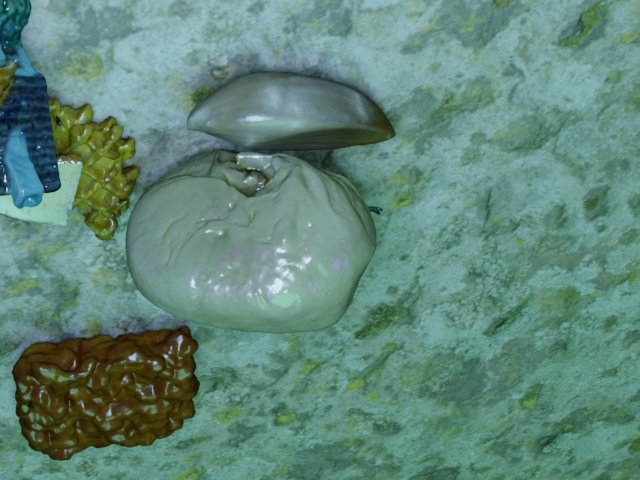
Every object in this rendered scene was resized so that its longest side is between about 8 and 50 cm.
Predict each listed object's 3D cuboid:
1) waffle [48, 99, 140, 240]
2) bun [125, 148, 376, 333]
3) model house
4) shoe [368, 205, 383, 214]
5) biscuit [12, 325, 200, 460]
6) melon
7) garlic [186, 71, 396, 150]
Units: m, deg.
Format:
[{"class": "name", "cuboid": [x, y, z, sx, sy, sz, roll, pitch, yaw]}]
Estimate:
[{"class": "waffle", "cuboid": [-0.393, -0.089, 1.625, 0.293, 0.069, 0.260, -3, 140, -17]}, {"class": "bun", "cuboid": [-0.083, -0.018, 1.615, 0.361, 0.361, 0.213, -1, 113, -17]}, {"class": "model house", "cuboid": [-0.436, -0.145, 1.342, 0.261, 0.241, 0.226, -11, 154, -40]}, {"class": "shoe", "cuboid": [0.000, 0.000, 1.841, 0.207, 0.091, 0.106, -40, 130, 22]}, {"class": "biscuit", "cuboid": [-0.366, 0.269, 2.031, 0.312, 0.110, 0.318, -6, 140, -13]}, {"class": "melon", "cuboid": [-0.410, -0.076, 1.547, 0.182, 0.054, 0.098, 3, 128, -23]}, {"class": "garlic", "cuboid": [-0.028, -0.171, 1.612, 0.318, 0.112, 0.143, 9, 162, -35]}]
